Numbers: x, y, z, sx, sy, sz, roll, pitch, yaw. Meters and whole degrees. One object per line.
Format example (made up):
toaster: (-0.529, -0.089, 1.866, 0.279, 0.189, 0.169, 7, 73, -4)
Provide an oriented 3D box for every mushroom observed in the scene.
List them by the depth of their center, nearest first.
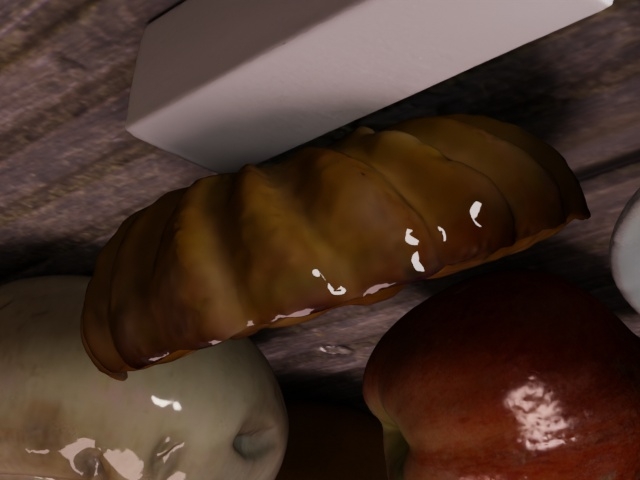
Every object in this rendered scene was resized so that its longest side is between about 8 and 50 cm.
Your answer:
mushroom: (-0.202, 0.193, 1.251, 0.353, 0.353, 0.325, 7, -172, 2)

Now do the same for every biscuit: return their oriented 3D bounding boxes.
biscuit: (0.000, 0.000, 0.830, 0.325, 0.107, 0.326, -17, 180, 0)

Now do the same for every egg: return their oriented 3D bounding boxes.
egg: (-0.030, 0.313, 1.460, 0.351, 0.283, 0.282, -1, 156, 32)

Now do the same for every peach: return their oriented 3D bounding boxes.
peach: (0.169, 0.135, 1.069, 0.256, 0.232, 0.232, -11, 159, -11)

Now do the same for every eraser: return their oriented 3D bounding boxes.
eraser: (0.014, -0.117, 0.705, 0.078, 0.076, 0.298, 25, 152, -34)

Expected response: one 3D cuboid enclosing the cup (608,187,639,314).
cup: (0.319, -0.056, 0.643, 0.347, 0.163, 0.347, 7, 157, 3)
